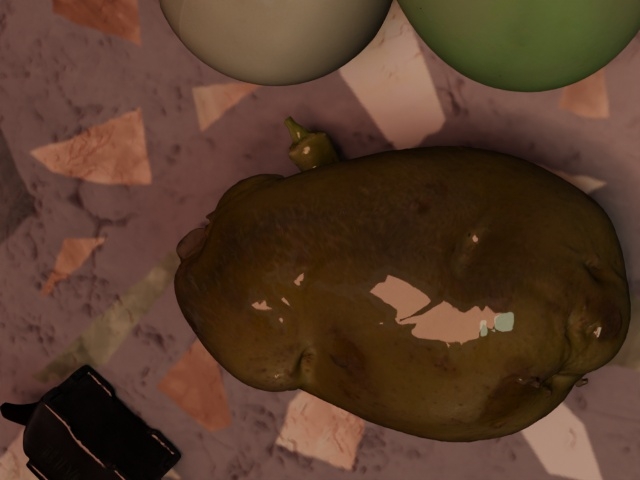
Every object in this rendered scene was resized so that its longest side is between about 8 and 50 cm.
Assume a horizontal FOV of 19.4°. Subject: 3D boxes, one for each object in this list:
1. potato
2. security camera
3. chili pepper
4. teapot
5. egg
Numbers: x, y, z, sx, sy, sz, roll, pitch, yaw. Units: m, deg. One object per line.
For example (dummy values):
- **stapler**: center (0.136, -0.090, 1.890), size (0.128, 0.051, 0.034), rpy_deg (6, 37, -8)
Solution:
- **potato**: center (0.059, 0.037, 1.426), size (0.351, 0.202, 0.218), rpy_deg (10, 123, 5)
- **security camera**: center (-0.056, -0.222, 1.413), size (0.236, 0.194, 0.195), rpy_deg (34, 111, 4)
- **chili pepper**: center (0.001, 0.000, 1.528), size (0.043, 0.049, 0.208), rpy_deg (18, 116, 49)
- **teapot**: center (-0.203, 0.192, 1.620), size (0.177, 0.087, 0.096), rpy_deg (42, 117, 4)
- **egg**: center (0.145, -0.239, 1.324), size (0.220, 0.220, 0.270), rpy_deg (-6, 107, 19)
